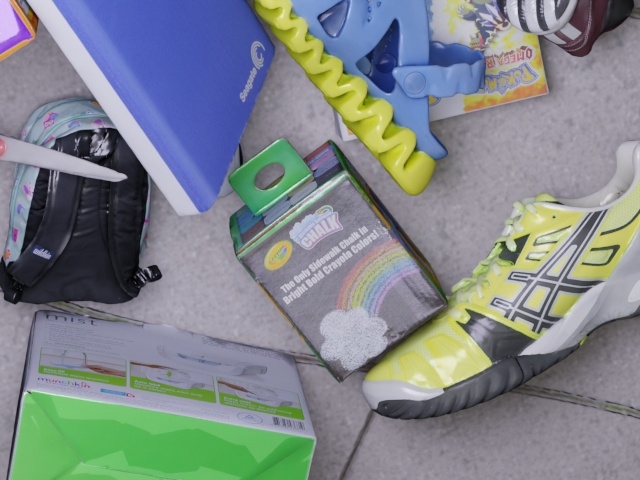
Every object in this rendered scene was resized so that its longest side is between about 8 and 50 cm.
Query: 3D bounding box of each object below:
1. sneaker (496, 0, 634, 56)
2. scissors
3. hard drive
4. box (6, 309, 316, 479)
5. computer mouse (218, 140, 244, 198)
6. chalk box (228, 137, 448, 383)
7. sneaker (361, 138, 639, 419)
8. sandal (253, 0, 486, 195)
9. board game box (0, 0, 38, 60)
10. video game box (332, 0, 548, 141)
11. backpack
[{"bbox_3d":[0.239,-0.300,1.780,0.162,0.106,0.281,31,69,-54],"label":"sneaker"},{"bbox_3d":[-0.300,-0.095,1.716,0.297,0.021,0.109,-2,91,30],"label":"scissors"},{"bbox_3d":[-0.149,-0.205,1.581,0.040,0.210,0.318,-9,133,29],"label":"hard drive"},{"bbox_3d":[-0.151,0.171,1.786,0.262,0.231,0.126,10,104,-10],"label":"box"},{"bbox_3d":[-0.110,-0.128,1.805,0.106,0.042,0.193,-12,106,-4],"label":"computer mouse"},{"bbox_3d":[0.000,0.000,1.810,0.132,0.132,0.213,-36,106,5],"label":"chalk box"},{"bbox_3d":[0.198,0.040,1.853,0.385,0.145,0.147,-31,99,-8],"label":"sneaker"},{"bbox_3d":[0.036,-0.192,1.715,0.138,0.126,0.317,-40,121,4],"label":"sandal"},{"bbox_3d":[-0.469,-0.250,1.564,0.356,0.356,0.356,-32,107,3],"label":"board game box"},{"bbox_3d":[0.097,-0.205,1.807,0.205,0.048,0.187,-14,109,-3],"label":"video game box"},{"bbox_3d":[-0.225,-0.038,1.775,0.152,0.115,0.182,-3,118,-28],"label":"backpack"}]
